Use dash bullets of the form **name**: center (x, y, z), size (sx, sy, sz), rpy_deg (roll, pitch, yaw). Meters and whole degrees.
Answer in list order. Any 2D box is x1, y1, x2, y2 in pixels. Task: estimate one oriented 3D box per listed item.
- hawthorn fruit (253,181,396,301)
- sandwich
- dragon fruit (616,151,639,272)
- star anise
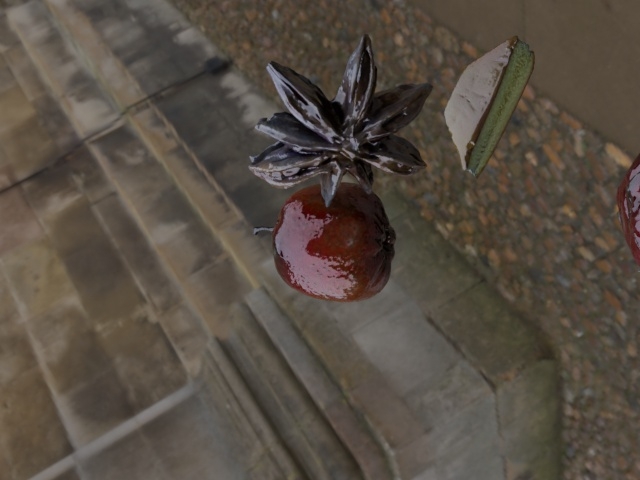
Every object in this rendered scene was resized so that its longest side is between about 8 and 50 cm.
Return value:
- **hawthorn fruit**: center (0.000, 0.000, 1.121), size (0.193, 0.157, 0.157), rpy_deg (8, 146, 15)
- **sandwich**: center (0.304, -0.250, 1.577), size (0.094, 0.258, 0.096), rpy_deg (17, -169, -42)
- **dragon fruit**: center (0.639, -0.055, 1.386), size (0.329, 0.329, 0.329), rpy_deg (56, 167, 20)
- **star anise**: center (0.019, -0.130, 1.002), size (0.229, 0.236, 0.093), rpy_deg (46, -161, -28)
